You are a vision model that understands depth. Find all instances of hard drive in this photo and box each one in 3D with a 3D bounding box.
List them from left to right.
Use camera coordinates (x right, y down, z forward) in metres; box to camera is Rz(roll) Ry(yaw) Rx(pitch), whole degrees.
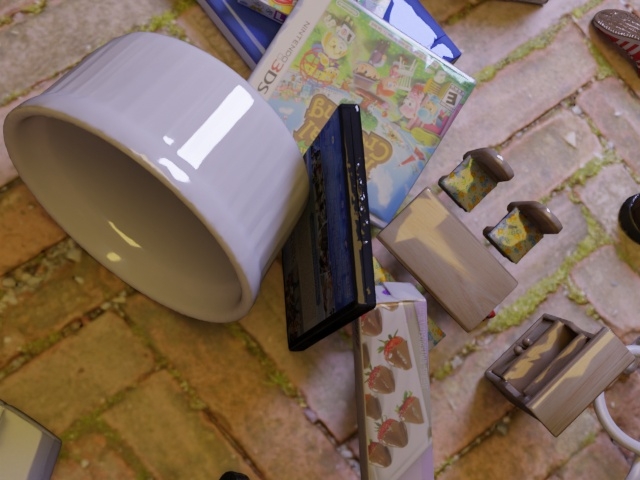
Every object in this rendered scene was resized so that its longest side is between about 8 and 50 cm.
[{"bbox_3d":[-0.015,-0.279,1.081,0.210,0.040,0.319,-37,85,-18],"label":"hard drive"}]

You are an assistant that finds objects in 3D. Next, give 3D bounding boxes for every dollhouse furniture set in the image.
[{"bbox_3d":[0.167,0.058,0.937,0.212,0.161,0.242,-44,96,-3],"label":"dollhouse furniture set"}]

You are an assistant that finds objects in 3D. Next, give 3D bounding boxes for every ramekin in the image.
[{"bbox_3d":[-0.144,-0.061,0.878,0.277,0.277,0.135,37,63,0],"label":"ramekin"}]

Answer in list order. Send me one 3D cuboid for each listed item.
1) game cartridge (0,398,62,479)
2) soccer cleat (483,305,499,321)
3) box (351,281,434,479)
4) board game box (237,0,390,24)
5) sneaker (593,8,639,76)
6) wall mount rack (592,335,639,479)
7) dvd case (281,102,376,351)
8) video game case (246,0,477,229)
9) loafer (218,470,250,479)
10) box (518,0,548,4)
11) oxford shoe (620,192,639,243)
[{"bbox_3d":[-0.403,0.211,0.858,0.294,0.060,0.196,17,68,-7],"label":"game cartridge"},{"bbox_3d":[0.164,0.054,1.037,0.083,0.029,0.035,38,59,-2],"label":"soccer cleat"},{"bbox_3d":[0.070,0.202,0.882,0.063,0.067,0.324,-5,101,-4],"label":"box"},{"bbox_3d":[-0.001,-0.278,1.046,0.154,0.026,0.103,25,71,-5],"label":"board game box"},{"bbox_3d":[0.392,-0.241,1.164,0.118,0.067,0.042,34,70,30],"label":"sneaker"},{"bbox_3d":[0.398,0.272,0.981,0.350,0.130,0.304,28,68,-4],"label":"wall mount rack"},{"bbox_3d":[0.000,0.000,0.895,0.022,0.253,0.180,-1,76,-16],"label":"dvd case"},{"bbox_3d":[0.031,-0.148,1.010,0.212,0.023,0.193,32,88,-5],"label":"video game case"},{"bbox_3d":[-0.070,0.309,0.906,0.061,0.062,0.170,4,77,-34],"label":"loafer"},{"bbox_3d":[0.225,-0.423,1.126,0.148,0.127,0.232,4,74,-12],"label":"box"},{"bbox_3d":[0.470,0.000,1.082,0.227,0.096,0.083,20,70,-8],"label":"oxford shoe"}]
